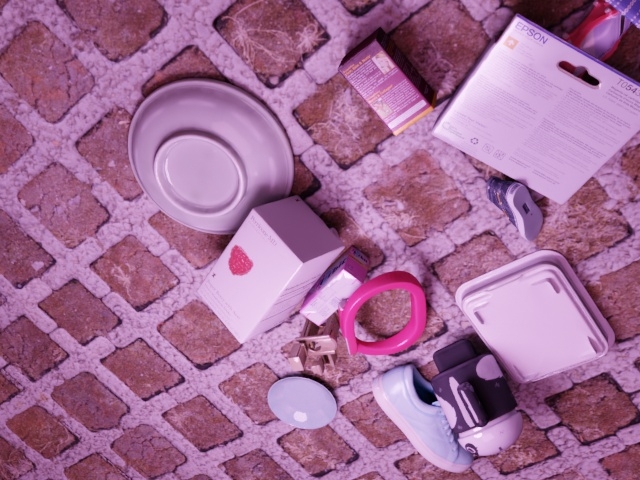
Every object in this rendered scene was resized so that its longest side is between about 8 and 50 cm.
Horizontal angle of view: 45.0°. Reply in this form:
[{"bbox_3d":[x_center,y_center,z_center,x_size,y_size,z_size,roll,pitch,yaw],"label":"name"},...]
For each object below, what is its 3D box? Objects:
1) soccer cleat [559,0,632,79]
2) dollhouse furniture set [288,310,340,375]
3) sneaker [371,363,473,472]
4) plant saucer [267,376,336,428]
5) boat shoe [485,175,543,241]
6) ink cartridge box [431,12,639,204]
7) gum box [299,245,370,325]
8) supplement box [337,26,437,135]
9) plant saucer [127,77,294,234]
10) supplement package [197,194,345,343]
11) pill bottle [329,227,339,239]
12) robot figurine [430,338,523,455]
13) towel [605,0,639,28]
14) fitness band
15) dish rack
[{"bbox_3d":[0.538,-0.398,1.436,0.095,0.083,0.248,29,126,-26],"label":"soccer cleat"},{"bbox_3d":[0.010,0.294,1.940,0.101,0.182,0.160,-9,120,18],"label":"dollhouse furniture set"},{"bbox_3d":[0.302,0.465,2.013,0.366,0.135,0.150,43,125,-16],"label":"sneaker"},{"bbox_3d":[-0.048,0.440,2.137,0.195,0.037,0.194,6,124,9],"label":"plant saucer"},{"bbox_3d":[0.423,-0.073,1.682,0.065,0.083,0.183,-47,135,-10],"label":"boat shoe"},{"bbox_3d":[0.436,-0.256,1.512,0.324,0.071,0.330,28,137,-5],"label":"ink cartridge box"},{"bbox_3d":[0.032,0.112,1.862,0.062,0.107,0.188,37,123,-11],"label":"gum box"},{"bbox_3d":[0.138,-0.322,1.571,0.104,0.080,0.188,-33,110,30],"label":"supplement box"},{"bbox_3d":[-0.264,-0.165,1.758,0.401,0.100,0.400,7,124,10],"label":"plant saucer"},{"bbox_3d":[-0.119,0.065,1.794,0.177,0.175,0.293,48,124,15],"label":"supplement package"},{"bbox_3d":[0.000,0.000,1.835,0.083,0.043,0.043,-18,117,23],"label":"pill bottle"},{"bbox_3d":[0.373,0.382,1.876,0.173,0.209,0.278,-39,70,47],"label":"robot figurine"},{"bbox_3d":[0.611,-0.473,1.330,0.336,0.040,0.243,35,95,-9],"label":"towel"},{"bbox_3d":[0.150,0.182,1.850,0.209,0.054,0.290,-18,138,-8],"label":"fitness band"},{"bbox_3d":[0.508,0.201,1.833,0.286,0.072,0.332,-27,112,28],"label":"dish rack"}]
